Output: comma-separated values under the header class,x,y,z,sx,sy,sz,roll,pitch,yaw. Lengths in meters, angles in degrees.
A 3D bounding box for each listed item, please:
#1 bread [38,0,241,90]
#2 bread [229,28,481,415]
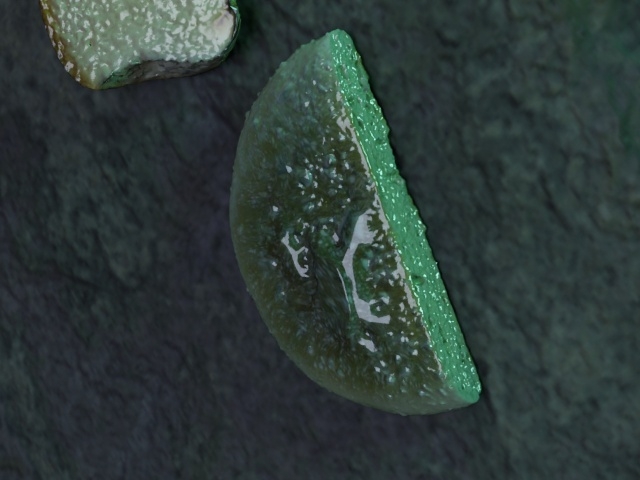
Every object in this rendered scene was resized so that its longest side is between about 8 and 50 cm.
class,x,y,z,sx,sy,sz,roll,pitch,yaw
bread,-0.091,-0.145,0.787,0.126,0.044,0.129,-3,95,29
bread,-0.002,0.005,0.754,0.112,0.036,0.193,-22,86,38
